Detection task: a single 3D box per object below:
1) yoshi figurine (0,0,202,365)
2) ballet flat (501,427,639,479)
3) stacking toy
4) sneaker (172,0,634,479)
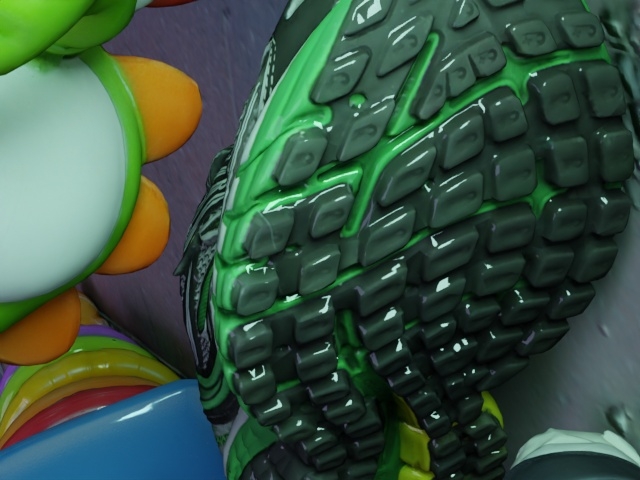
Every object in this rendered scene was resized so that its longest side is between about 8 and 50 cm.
[{"bbox_3d":[-0.122,-0.097,0.527,0.203,0.203,0.362,25,110,6],"label":"yoshi figurine"},{"bbox_3d":[0.085,0.109,0.661,0.074,0.074,0.203,53,163,28],"label":"ballet flat"},{"bbox_3d":[-0.146,0.113,1.169,0.302,0.165,0.175,-120,10,-58],"label":"stacking toy"},{"bbox_3d":[0.000,0.000,0.640,0.343,0.134,0.146,105,144,-56],"label":"sneaker"}]
